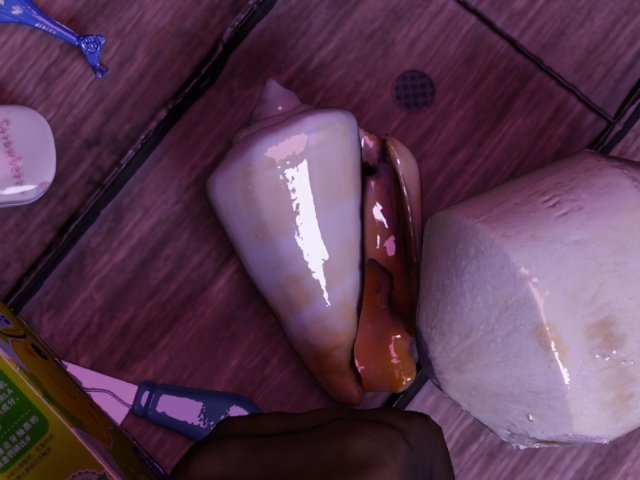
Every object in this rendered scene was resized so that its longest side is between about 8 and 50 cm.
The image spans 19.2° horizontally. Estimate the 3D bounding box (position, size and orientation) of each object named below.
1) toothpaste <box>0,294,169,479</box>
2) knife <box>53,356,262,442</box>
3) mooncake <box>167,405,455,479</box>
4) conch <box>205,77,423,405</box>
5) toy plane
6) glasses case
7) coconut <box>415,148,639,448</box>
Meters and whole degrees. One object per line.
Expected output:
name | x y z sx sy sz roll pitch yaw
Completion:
toothpaste | -0.220 0.130 1.395 0.077 0.110 0.327 -43 89 7
knife | -0.162 0.124 1.456 0.244 0.032 0.058 13 89 -1
mooncake | -0.008 0.268 1.301 0.187 0.324 0.324 -2 81 15
conch | -0.005 -0.004 1.466 0.158 0.127 0.255 -15 108 -22
toy plane | -0.237 -0.180 1.483 0.167 0.054 0.062 28 104 -2
glasses case | -0.305 -0.059 1.449 0.204 0.051 0.081 -7 81 -9
coconut | 0.174 0.051 1.414 0.241 0.241 0.241 1 81 -8
